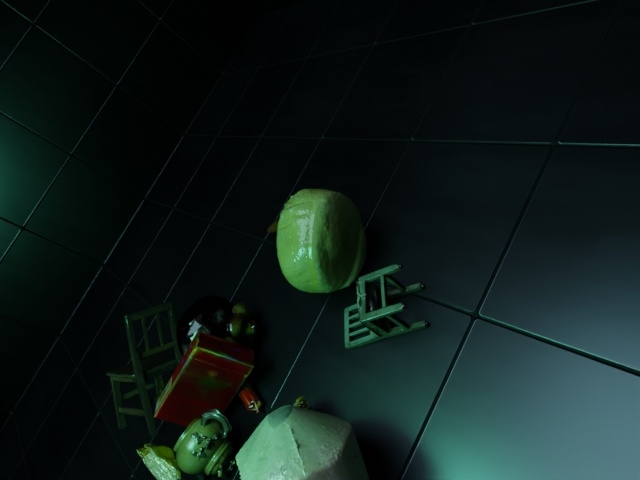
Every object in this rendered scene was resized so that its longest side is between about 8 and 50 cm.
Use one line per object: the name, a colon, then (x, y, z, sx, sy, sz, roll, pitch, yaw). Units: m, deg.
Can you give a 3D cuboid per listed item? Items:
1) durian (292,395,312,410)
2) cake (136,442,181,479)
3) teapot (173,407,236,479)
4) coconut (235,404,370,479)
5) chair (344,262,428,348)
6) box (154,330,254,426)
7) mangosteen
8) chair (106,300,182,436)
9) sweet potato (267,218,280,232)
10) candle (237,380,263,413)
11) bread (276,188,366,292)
durian: (-0.083, 0.552, 1.252, 0.260, 0.154, 0.186, -54, 16, 4)
cake: (-0.549, 0.754, 1.597, 0.079, 0.116, 0.185, -48, 34, 5)
teapot: (-0.334, 0.632, 1.431, 0.269, 0.182, 0.173, -60, -9, 21)
coconut: (-0.041, 0.523, 1.039, 0.297, 0.297, 0.309, -23, 87, 34)
chair: (0.139, 0.185, 1.277, 0.270, 0.147, 0.136, -23, 48, 32)
box: (-0.369, 0.455, 1.496, 0.313, 0.197, 0.089, -57, 22, 19)
mangosteen: (-0.356, 0.313, 1.626, 0.287, 0.233, 0.287, -35, 13, 9)
chair: (-0.620, 0.443, 1.668, 0.241, 0.203, 0.416, -10, 93, 43)
sweet potato: (-0.108, -0.080, 1.805, 0.265, 0.057, 0.057, -23, 47, 31)
candle: (-0.221, 0.503, 1.489, 0.052, 0.052, 0.131, -55, 39, -1)
bread: (-0.010, 0.001, 1.440, 0.237, 0.320, 0.320, -5, 59, 36)
